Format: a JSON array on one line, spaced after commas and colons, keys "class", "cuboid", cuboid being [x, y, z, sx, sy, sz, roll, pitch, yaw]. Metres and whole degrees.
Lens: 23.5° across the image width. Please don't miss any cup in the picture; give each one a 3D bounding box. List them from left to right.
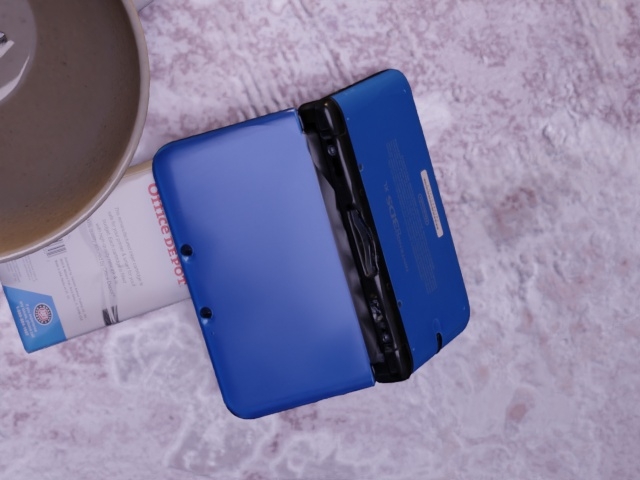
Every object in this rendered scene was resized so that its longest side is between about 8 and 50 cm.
[{"class": "cup", "cuboid": [-0.335, -0.168, 1.403, 0.331, 0.237, 0.331, -5, 110, -13]}]

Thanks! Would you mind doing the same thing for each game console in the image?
[{"class": "game console", "cuboid": [0.000, 0.000, 1.567, 0.173, 0.250, 0.293, -8, 103, 33]}]

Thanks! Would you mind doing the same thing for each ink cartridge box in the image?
[{"class": "ink cartridge box", "cuboid": [-0.227, 0.013, 1.541, 0.191, 0.082, 0.139, -19, 101, -9]}]

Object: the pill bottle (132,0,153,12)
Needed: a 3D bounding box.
[{"class": "pill bottle", "cuboid": [-0.229, -0.319, 1.470, 0.124, 0.124, 0.221, -37, 104, -3]}]
